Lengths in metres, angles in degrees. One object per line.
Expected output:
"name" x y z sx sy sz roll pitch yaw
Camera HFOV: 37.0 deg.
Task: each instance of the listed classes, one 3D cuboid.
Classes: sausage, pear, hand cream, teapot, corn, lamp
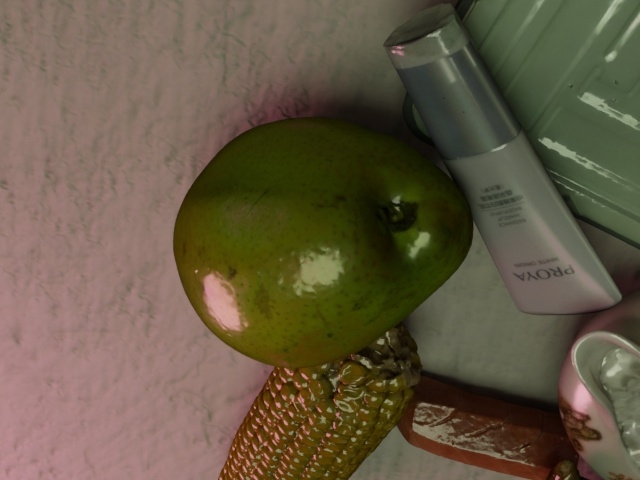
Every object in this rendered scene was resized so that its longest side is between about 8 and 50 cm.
"sausage" 0.138 0.164 0.835 0.170 0.065 0.065 14 125 4
"pear" 0.000 0.000 0.674 0.220 0.187 0.187 1 129 47
"hand cream" 0.125 -0.042 0.655 0.079 0.048 0.255 -9 124 41
"teapot" 0.297 0.135 0.737 0.298 0.139 0.204 38 120 -13
"corn" -0.009 0.166 0.837 0.119 0.119 0.321 25 125 -4
"lamp" 0.226 -0.125 0.634 0.269 0.047 0.266 25 127 -6

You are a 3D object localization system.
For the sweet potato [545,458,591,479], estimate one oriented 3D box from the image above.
"sweet potato" 0.247 0.248 0.835 0.067 0.067 0.274 -19 141 23
